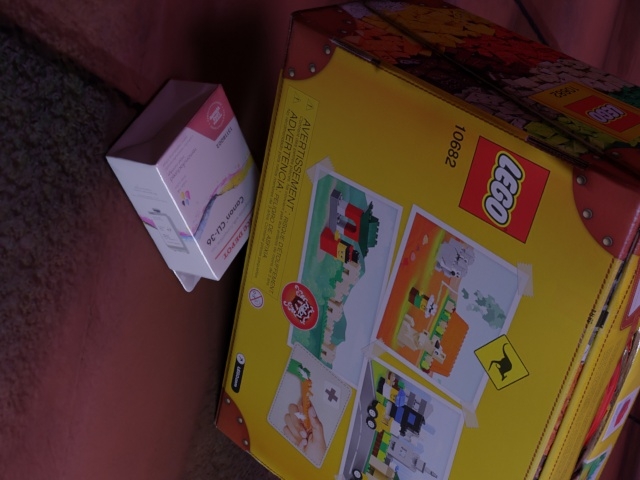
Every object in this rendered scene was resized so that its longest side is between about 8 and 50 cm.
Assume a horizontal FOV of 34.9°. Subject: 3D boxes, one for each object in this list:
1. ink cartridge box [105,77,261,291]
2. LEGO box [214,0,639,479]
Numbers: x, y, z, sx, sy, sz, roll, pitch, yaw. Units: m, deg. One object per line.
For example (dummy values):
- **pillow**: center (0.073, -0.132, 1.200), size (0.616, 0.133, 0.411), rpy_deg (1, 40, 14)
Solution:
- **ink cartridge box**: center (-0.116, -0.045, 0.997), size (0.115, 0.067, 0.198), rpy_deg (-57, 143, -31)
- **LEGO box**: center (0.120, 0.063, 0.990), size (0.193, 0.372, 0.500), rpy_deg (-23, 136, -45)
